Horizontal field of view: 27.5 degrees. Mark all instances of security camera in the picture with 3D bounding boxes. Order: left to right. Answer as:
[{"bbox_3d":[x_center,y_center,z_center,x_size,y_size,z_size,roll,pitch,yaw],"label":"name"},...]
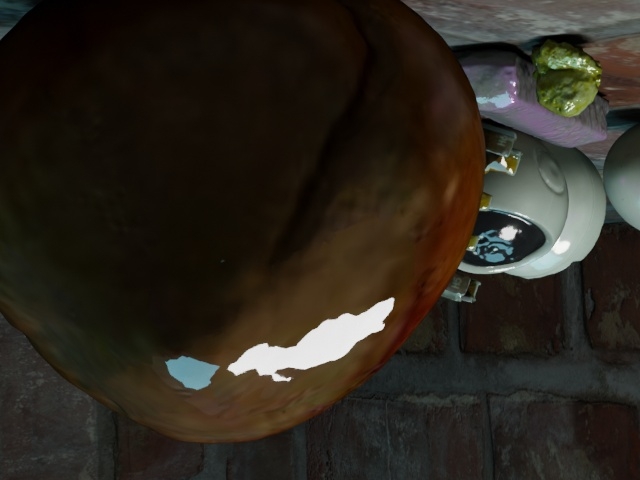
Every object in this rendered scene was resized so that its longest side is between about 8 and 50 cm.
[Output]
[{"bbox_3d":[0.225,-0.054,1.635,0.194,0.195,0.236,-5,170,38],"label":"security camera"}]

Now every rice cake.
[{"bbox_3d":[0.212,-0.136,1.293,0.072,0.056,0.365,-1,177,26],"label":"rice cake"}]

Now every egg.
[{"bbox_3d":[0.424,-0.076,1.574,0.209,0.151,0.151,6,172,-38],"label":"egg"}]

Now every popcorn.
[{"bbox_3d":[0.215,-0.144,1.137,0.059,0.068,0.083,-11,143,10],"label":"popcorn"}]

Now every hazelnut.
[{"bbox_3d":[-0.069,-0.041,0.886,0.372,0.315,0.372,13,-155,-6],"label":"hazelnut"}]

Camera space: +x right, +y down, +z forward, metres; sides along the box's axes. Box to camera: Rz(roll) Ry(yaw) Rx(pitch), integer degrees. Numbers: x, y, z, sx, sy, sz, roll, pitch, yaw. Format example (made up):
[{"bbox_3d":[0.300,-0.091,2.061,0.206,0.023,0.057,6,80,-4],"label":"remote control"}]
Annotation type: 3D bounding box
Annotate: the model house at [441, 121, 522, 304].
[{"bbox_3d":[0.086,-0.049,1.401,0.215,0.198,0.224,16,-179,11],"label":"model house"}]
